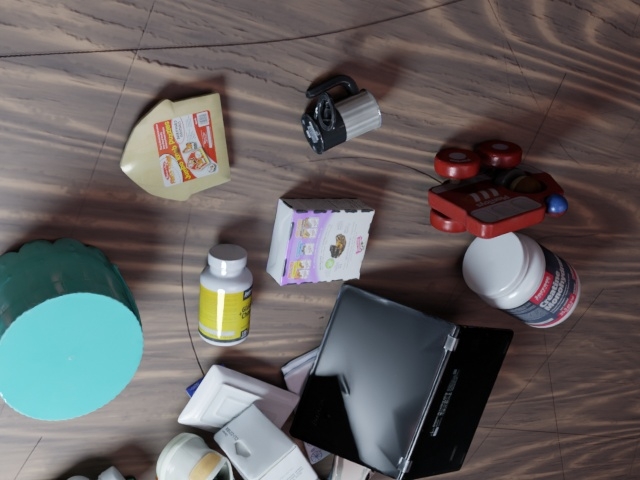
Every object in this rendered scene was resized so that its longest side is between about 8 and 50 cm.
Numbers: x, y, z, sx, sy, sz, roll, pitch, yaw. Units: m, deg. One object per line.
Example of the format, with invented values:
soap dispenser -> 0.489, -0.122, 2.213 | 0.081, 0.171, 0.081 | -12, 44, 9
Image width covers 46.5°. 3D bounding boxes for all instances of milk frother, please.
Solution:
milk frother -> 0.047, -0.238, 1.398 | 0.134, 0.143, 0.129 | -27, 119, -16

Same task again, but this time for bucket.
bucket -> -0.442, 0.154, 1.263 | 0.281, 0.183, 0.281 | -15, 122, -26

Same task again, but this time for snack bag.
snack bag -> 0.086, 0.351, 1.808 | 0.342, 0.037, 0.323 | -26, 125, -20

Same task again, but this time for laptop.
laptop -> 0.200, 0.333, 1.752 | 0.407, 0.236, 0.382 | 11, 102, -47

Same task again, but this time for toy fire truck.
toy fire truck -> 0.393, -0.093, 1.628 | 0.302, 0.254, 0.169 | -14, 122, -26

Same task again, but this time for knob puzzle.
knob puzzle -> -0.261, -0.160, 1.313 | 0.213, 0.030, 0.213 | -16, 123, -26

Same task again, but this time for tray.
tray -> -0.163, 0.366, 1.598 | 0.270, 0.030, 0.145 | 31, 94, -41

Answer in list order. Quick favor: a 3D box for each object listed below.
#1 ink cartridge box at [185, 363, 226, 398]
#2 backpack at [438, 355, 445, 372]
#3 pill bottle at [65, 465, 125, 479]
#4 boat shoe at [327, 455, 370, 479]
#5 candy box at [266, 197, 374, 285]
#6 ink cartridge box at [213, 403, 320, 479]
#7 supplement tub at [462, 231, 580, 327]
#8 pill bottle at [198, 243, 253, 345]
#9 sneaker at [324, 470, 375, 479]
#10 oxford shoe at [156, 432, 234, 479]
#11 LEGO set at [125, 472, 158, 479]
ink cartridge box -> -0.204, 0.371, 1.623 | 0.097, 0.046, 0.207 | -35, 128, -14
backpack -> 0.309, 0.276, 1.843 | 0.182, 0.152, 0.115 | 28, 77, -26
pill bottle -> -0.513, 0.586, 1.448 | 0.323, 0.181, 0.182 | -33, 128, -14
boat shoe -> 0.073, 0.541, 1.820 | 0.116, 0.099, 0.320 | 19, 87, -11
candy box -> 0.000, 0.000, 1.542 | 0.196, 0.070, 0.165 | -2, 115, -32
ink cartridge box -> -0.082, 0.499, 1.551 | 0.114, 0.197, 0.273 | -39, 122, -17
supplement tub -> 0.496, 0.094, 1.836 | 0.272, 0.191, 0.191 | 25, 99, -39
pill bottle -> -0.185, 0.105, 1.456 | 0.103, 0.103, 0.184 | -9, 119, -29
sneaker -> 0.102, 0.605, 1.923 | 0.237, 0.086, 0.085 | -37, 127, -13
oxford shoe -> -0.229, 0.583, 1.605 | 0.169, 0.130, 0.449 | -48, 144, -34
LEGO set -> -0.326, 0.572, 1.646 | 0.182, 0.060, 0.244 | -38, 128, -15
